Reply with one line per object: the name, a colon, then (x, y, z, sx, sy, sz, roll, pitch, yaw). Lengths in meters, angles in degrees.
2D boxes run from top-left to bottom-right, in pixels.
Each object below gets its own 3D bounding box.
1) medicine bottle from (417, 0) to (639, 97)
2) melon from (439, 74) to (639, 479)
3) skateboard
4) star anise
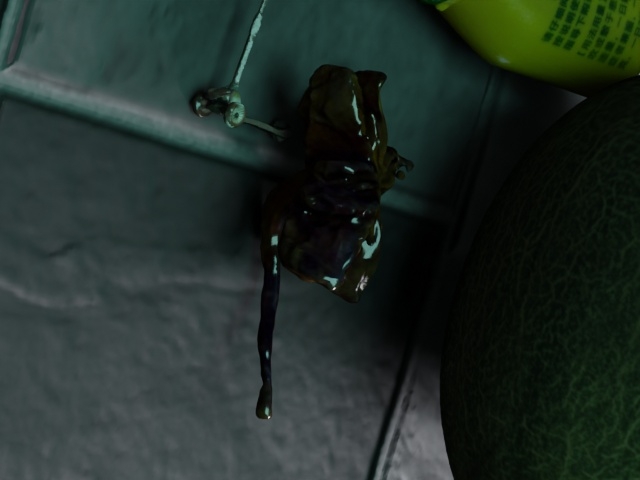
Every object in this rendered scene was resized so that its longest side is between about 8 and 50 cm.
medicine bottle: (0.087, -0.146, 0.996, 0.260, 0.064, 0.095, 13, 92, -41)
melon: (0.189, 0.058, 1.020, 0.237, 0.237, 0.302, 19, 94, -41)
skateboard: (-0.026, -0.095, 0.945, 0.064, 0.032, 0.083, 16, 94, -51)
star anise: (0.000, 0.000, 0.957, 0.097, 0.070, 0.191, 56, 43, -74)
